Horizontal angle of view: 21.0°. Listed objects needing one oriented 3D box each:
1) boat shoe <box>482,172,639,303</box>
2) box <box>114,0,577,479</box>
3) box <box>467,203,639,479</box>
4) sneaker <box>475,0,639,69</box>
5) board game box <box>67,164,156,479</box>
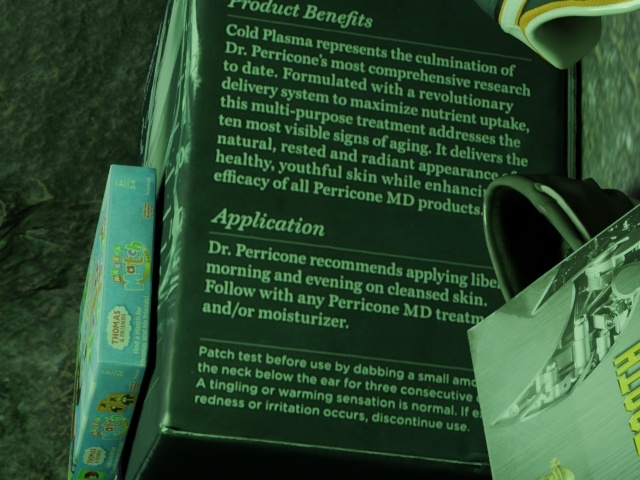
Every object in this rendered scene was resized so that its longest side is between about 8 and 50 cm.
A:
[{"bbox_3d":[0.155,0.084,0.990,0.335,0.095,0.112,-96,28,-49],"label":"boat shoe"},{"bbox_3d":[0.000,0.000,1.407,0.480,0.297,0.472,121,155,-67],"label":"box"},{"bbox_3d":[0.167,0.084,0.830,0.183,0.056,0.231,-38,33,26],"label":"box"},{"bbox_3d":[0.194,-0.217,0.967,0.127,0.126,0.321,52,144,5],"label":"sneaker"},{"bbox_3d":[-0.153,0.068,1.264,0.211,0.039,0.160,114,159,-55],"label":"board game box"}]
